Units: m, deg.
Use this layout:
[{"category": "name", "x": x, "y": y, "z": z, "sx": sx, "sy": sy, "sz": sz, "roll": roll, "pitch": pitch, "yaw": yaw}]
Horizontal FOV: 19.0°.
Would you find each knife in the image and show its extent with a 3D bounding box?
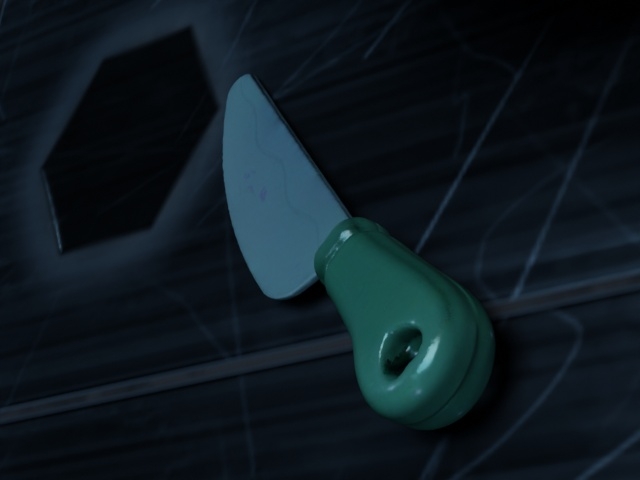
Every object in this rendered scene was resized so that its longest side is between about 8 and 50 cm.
[{"category": "knife", "x": -0.001, "y": 0.001, "z": 0.794, "sx": 0.063, "sy": 0.035, "sz": 0.260, "roll": -58, "pitch": 33, "yaw": 11}]
